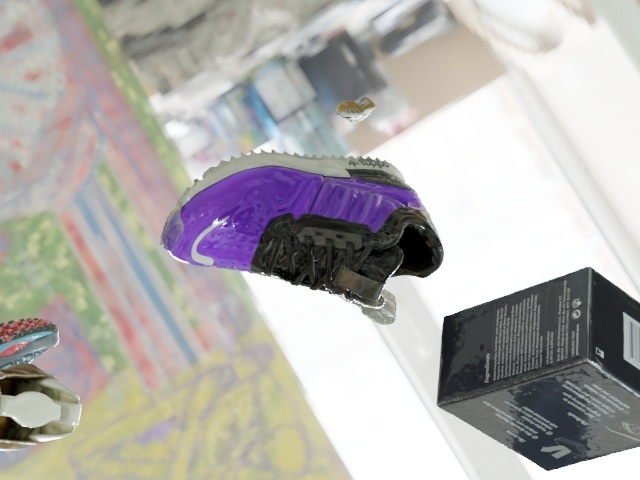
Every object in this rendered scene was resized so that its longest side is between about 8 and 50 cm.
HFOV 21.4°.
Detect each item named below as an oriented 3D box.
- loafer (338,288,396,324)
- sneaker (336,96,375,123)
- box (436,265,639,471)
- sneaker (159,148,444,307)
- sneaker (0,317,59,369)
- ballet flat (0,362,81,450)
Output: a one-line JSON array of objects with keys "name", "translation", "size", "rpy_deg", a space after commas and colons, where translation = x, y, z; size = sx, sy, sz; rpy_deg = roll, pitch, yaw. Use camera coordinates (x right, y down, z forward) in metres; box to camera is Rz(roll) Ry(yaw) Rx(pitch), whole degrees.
[{"name": "loafer", "translation": [0.050, 0.059, 2.097], "size": [0.045, 0.125, 0.039], "rpy_deg": [-16, -133, 37]}, {"name": "sneaker", "translation": [0.047, -0.181, 2.434], "size": [0.083, 0.032, 0.037], "rpy_deg": [-15, 148, -53]}, {"name": "box", "translation": [0.207, 0.111, 1.422], "size": [0.158, 0.093, 0.156], "rpy_deg": [-22, 138, 38]}, {"name": "sneaker", "translation": [0.001, -0.001, 1.546], "size": [0.293, 0.146, 0.102], "rpy_deg": [-7, 137, -39]}, {"name": "sneaker", "translation": [-0.480, 0.207, 2.412], "size": [0.262, 0.125, 0.104], "rpy_deg": [-30, -161, -11]}, {"name": "ballet flat", "translation": [-0.377, 0.210, 2.134], "size": [0.124, 0.116, 0.342], "rpy_deg": [5, 173, 14]}]
